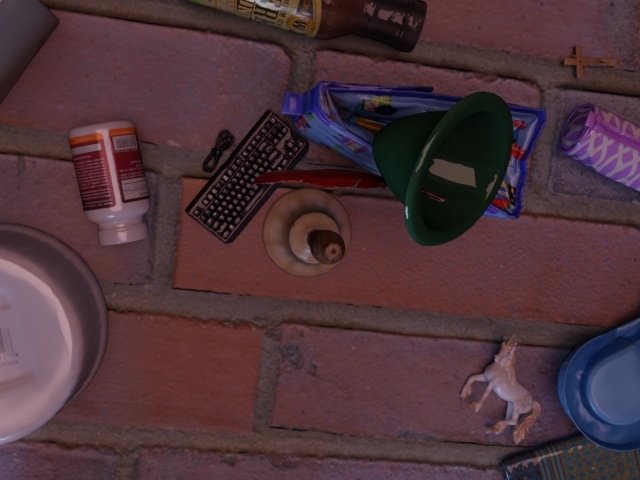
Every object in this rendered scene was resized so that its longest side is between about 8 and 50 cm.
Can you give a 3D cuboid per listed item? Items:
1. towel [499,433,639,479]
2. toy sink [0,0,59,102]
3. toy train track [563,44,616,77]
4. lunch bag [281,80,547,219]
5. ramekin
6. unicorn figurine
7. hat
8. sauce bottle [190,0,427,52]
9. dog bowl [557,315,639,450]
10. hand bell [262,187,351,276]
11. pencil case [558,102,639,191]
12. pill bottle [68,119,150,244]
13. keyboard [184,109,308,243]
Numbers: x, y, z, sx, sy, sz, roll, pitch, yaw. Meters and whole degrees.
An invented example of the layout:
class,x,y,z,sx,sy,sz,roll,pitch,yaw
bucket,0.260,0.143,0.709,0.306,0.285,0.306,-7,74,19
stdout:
class,x,y,z,sx,sy,sz,roll,pitch,yaw
towel,0.475,0.405,1.164,0.370,0.040,0.271,-15,97,-5
toy sink,-0.415,-0.250,0.862,0.131,0.234,0.153,36,91,-11
toy train track,0.386,-0.256,1.095,0.083,0.014,0.048,-2,89,-14
lunch bag,0.091,-0.129,0.957,0.293,0.221,0.138,14,93,-10
ramekin,-0.415,0.121,0.950,0.277,0.135,0.277,-1,96,-8
unicorn figurine,0.265,0.213,1.106,0.111,0.060,0.162,-42,116,-3
hat,0.079,-0.105,0.832,0.208,0.183,0.173,-5,118,-49
sauce bottle,-0.033,-0.325,0.974,0.344,0.111,0.111,14,94,-8
dog bowl,0.482,0.188,1.110,0.297,0.074,0.166,-24,86,-5
hand bell,0.000,0.000,0.946,0.126,0.242,0.126,-1,95,-9
pencil case,0.443,-0.122,1.079,0.206,0.088,0.086,20,90,-9
pill bottle,-0.267,-0.074,0.977,0.086,0.086,0.152,-10,97,-7
keyboard,-0.109,-0.094,1.032,0.108,0.023,0.180,40,88,-10
